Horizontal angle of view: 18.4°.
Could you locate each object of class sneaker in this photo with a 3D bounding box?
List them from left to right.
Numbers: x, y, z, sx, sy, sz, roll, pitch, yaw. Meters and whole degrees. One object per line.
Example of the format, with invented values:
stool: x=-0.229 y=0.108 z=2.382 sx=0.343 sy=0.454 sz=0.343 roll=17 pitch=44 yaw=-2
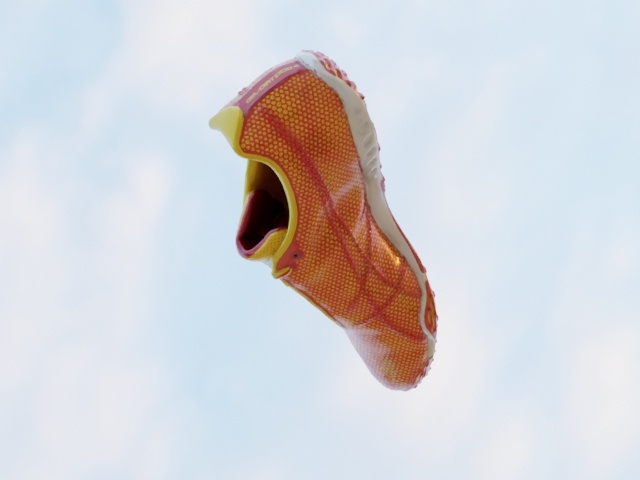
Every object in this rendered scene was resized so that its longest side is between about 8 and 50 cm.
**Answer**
sneaker: x=0.000 y=0.000 z=0.799 sx=0.067 sy=0.064 sz=0.175 roll=-32 pitch=-51 yaw=-10
